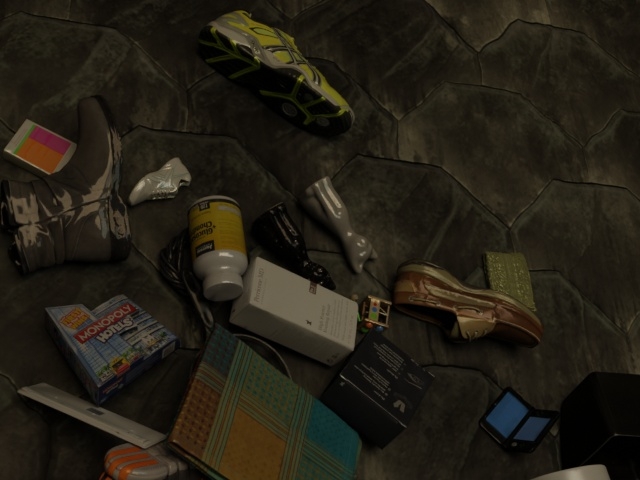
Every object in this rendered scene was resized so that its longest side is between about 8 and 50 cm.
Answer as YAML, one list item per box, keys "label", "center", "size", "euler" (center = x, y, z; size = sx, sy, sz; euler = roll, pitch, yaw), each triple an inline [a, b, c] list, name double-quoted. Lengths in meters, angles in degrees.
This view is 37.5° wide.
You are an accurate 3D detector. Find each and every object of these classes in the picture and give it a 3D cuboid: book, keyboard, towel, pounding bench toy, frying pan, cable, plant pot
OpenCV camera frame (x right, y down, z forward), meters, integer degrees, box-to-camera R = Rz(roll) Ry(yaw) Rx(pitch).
- label: "book"
  center: [-0.525, -0.166, 1.826]
  size: [0.144, 0.035, 0.096]
  euler: [28, 55, -8]
- label: "keyboard"
  center: [-0.378, 0.286, 1.558]
  size: [0.256, 0.072, 0.014]
  euler: [19, 93, 19]
- label: "towel"
  center: [0.413, 0.093, 2.071]
  size: [0.110, 0.027, 0.148]
  euler: [3, 63, -20]
- label: "towel"
  center: [-0.084, 0.343, 1.620]
  size: [0.370, 0.040, 0.271]
  euler: [40, 38, -20]
- label: "pounding bench toy"
  center: [0.092, 0.150, 1.891]
  size: [0.083, 0.052, 0.065]
  euler: [19, 58, -12]
- label: "frying pan"
  center: [-0.195, 0.224, 1.727]
  size: [0.326, 0.053, 0.197]
  euler: [42, 55, 1]
- label: "cable"
  center: [-0.223, 0.036, 1.835]
  size: [0.150, 0.047, 0.184]
  euler: [40, 60, 8]
- label: "plant pot"
  center: [0.594, 0.369, 1.907]
  size: [0.188, 0.188, 0.167]
  euler: [6, 49, -19]

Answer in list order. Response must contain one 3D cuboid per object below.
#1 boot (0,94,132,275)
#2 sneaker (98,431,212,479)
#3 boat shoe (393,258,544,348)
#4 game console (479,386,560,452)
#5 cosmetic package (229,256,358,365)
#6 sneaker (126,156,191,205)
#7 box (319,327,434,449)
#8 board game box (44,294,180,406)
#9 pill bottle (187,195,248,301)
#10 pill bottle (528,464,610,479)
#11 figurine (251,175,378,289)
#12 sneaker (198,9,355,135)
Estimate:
- label: "boot"
  center: [-0.480, -0.111, 1.738]
  size: [0.223, 0.118, 0.338]
  euler: [-5, 74, -24]
- label: "sneaker"
  center: [-0.254, 0.422, 1.565]
  size: [0.125, 0.180, 0.321]
  euler: [26, 12, 38]
- label: "boat shoe"
  center: [0.294, 0.156, 1.942]
  size: [0.324, 0.122, 0.120]
  euler: [23, 61, 0]
- label: "game console"
  center: [0.401, 0.358, 1.894]
  size: [0.122, 0.107, 0.071]
  euler: [-41, 111, -34]
- label: "cosmetic package"
  center: [-0.048, 0.136, 1.792]
  size: [0.231, 0.085, 0.117]
  euler: [26, 46, -22]
- label: "sneaker"
  center: [-0.317, -0.107, 1.866]
  size: [0.061, 0.053, 0.152]
  euler: [48, 55, 4]
- label: "box"
  center: [0.108, 0.278, 1.783]
  size: [0.156, 0.093, 0.158]
  euler: [39, 40, 2]
- label: "board game box"
  center: [-0.381, 0.166, 1.657]
  size: [0.194, 0.060, 0.194]
  euler: [35, 46, 21]
- label: "pill bottle"
  center: [-0.191, 0.016, 1.763]
  size: [0.103, 0.103, 0.184]
  euler: [2, 58, -21]
- label: "pill bottle"
  center: [0.493, 0.606, 1.708]
  size: [0.210, 0.210, 0.362]
  euler: [-2, 63, -23]
- label: "figurine"
  center: [0.000, 0.000, 1.926]
  size: [0.215, 0.092, 0.209]
  euler: [-33, 86, -34]
- label: "sneaker"
  center: [-0.074, -0.379, 2.064]
  size: [0.385, 0.145, 0.147]
  euler: [37, 56, -1]
